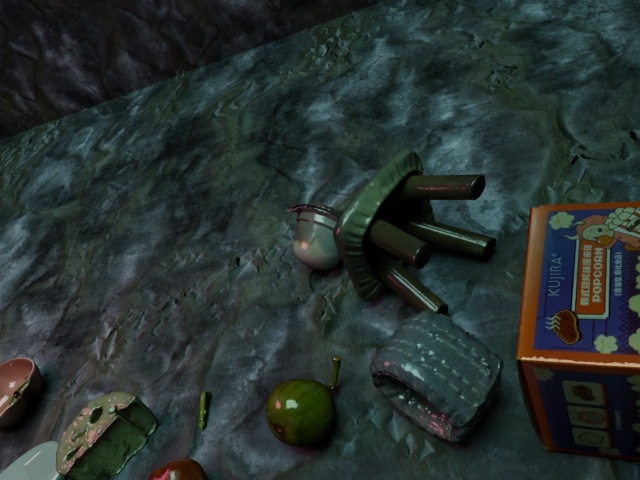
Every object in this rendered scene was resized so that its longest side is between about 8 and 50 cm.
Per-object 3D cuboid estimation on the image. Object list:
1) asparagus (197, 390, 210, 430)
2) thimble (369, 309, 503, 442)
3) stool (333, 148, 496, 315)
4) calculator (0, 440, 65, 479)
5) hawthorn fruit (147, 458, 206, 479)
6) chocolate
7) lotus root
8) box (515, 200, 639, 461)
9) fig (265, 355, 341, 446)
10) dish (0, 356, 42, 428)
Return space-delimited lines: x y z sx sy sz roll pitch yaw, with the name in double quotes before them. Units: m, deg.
"asparagus" -0.281 0.406 1.512 0.025 0.021 0.108 -16 43 13
"thimble" 0.229 0.263 1.240 0.236 0.205 0.172 25 62 39
"stool" 0.222 -0.002 1.443 0.226 0.310 0.310 25 64 38
"calculator" -0.739 0.616 1.532 0.295 0.042 0.184 -44 43 -19
"hawthorn fruit" -0.300 0.530 1.336 0.125 0.140 0.125 -16 11 3
"chocolate" -0.006 -0.001 1.666 0.221 0.221 0.147 14 70 38
"lotus root" -0.516 0.467 1.506 0.235 0.119 0.138 -44 44 -15
"box" 0.505 0.158 1.110 0.256 0.319 0.349 -2 48 29
"fig" -0.033 0.355 1.358 0.142 0.148 0.186 -18 1 32
"dish" -0.858 0.435 1.747 0.213 0.090 0.213 -17 41 16
